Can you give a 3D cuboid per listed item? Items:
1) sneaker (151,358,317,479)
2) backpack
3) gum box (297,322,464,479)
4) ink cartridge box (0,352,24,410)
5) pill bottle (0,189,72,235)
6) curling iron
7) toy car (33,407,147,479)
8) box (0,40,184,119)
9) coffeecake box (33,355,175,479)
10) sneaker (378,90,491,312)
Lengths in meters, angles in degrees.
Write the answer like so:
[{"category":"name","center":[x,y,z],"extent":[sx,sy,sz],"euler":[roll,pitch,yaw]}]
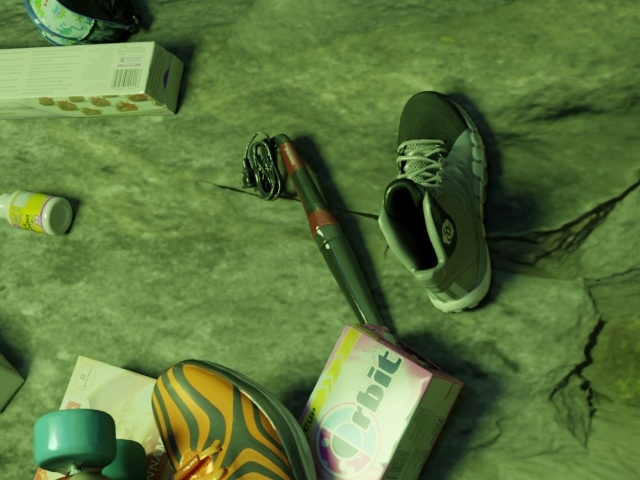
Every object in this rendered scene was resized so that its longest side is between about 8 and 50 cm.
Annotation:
[{"category":"sneaker","center":[-0.085,0.236,1.397],"extent":[0.124,0.180,0.321],"euler":[-52,62,27]},{"category":"backpack","center":[-0.275,-0.265,1.807],"extent":[0.084,0.114,0.105],"euler":[-41,56,35]},{"category":"gum box","center":[0.041,0.176,1.478],"extent":[0.107,0.062,0.188],"euler":[29,95,35]},{"category":"ink cartridge box","center":[-0.388,0.122,1.744],"extent":[0.052,0.088,0.122],"euler":[-49,56,2]},{"category":"pill bottle","center":[-0.317,-0.032,1.788],"extent":[0.083,0.043,0.043],"euler":[11,78,33]},{"category":"curling iron","center":[0.000,0.000,1.600],"extent":[0.068,0.035,0.274],"euler":[-52,58,30]},{"category":"toy car","center":[-0.279,0.287,1.442],"extent":[0.238,0.210,0.219],"euler":[-8,69,6]},{"category":"box","center":[-0.303,-0.177,1.821],"extent":[0.324,0.063,0.067],"euler":[0,71,30]},{"category":"coffeecake box","center":[-0.176,0.208,1.601],"extent":[0.185,0.068,0.142],"euler":[14,81,33]},{"category":"sneaker","center":[0.099,-0.056,1.500],"extent":[0.086,0.132,0.229],"euler":[-20,63,23]}]
